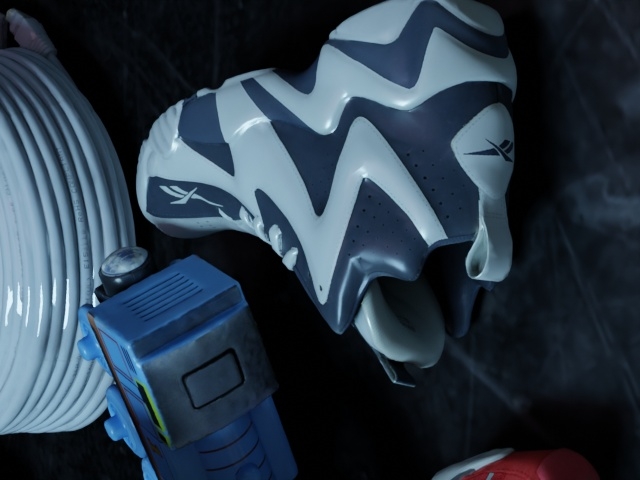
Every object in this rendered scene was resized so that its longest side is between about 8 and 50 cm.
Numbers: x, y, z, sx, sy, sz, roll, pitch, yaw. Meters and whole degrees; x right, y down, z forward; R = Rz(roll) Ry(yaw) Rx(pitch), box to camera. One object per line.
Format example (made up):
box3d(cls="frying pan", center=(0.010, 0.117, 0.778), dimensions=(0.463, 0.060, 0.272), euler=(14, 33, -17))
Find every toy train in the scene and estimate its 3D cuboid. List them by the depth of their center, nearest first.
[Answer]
box3d(cls="toy train", center=(-0.062, 0.090, 0.659), dimensions=(0.105, 0.080, 0.184), euler=(29, 141, 57))

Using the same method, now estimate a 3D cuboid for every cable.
box3d(cls="cable", center=(-0.215, 0.003, 0.848), dimensions=(0.257, 0.089, 0.257), euler=(46, 126, 34))

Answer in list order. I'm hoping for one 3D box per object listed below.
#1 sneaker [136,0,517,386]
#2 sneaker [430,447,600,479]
box3d(cls="sneaker", center=(0.000, 0.000, 0.603), dimensions=(0.235, 0.094, 0.153), euler=(-20, 71, 37))
box3d(cls="sneaker", center=(0.116, 0.213, 0.502), dimensions=(0.118, 0.107, 0.279), euler=(-33, 74, 33))
